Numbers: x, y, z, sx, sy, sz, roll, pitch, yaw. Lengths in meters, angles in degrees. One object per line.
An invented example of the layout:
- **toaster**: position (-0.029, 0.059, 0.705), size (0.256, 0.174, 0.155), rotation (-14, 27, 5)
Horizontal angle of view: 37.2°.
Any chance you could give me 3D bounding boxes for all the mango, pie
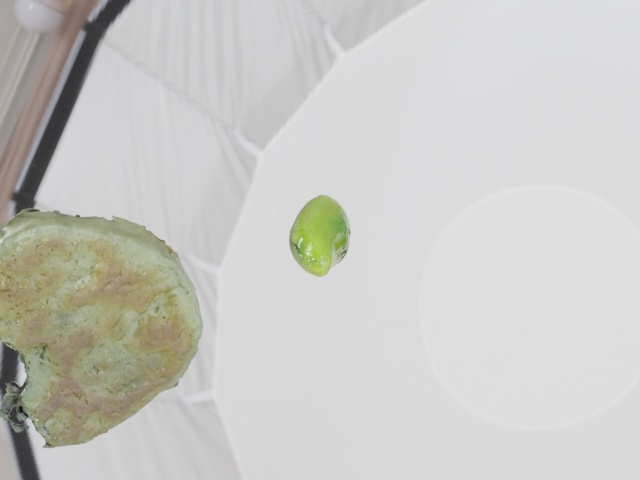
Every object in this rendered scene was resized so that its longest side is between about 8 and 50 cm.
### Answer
- **mango**: position (0.000, 0.000, 1.797), size (0.125, 0.111, 0.233), rotation (47, -157, -22)
- **pie**: position (-0.303, 0.111, 1.240), size (0.296, 0.371, 0.078), rotation (-15, -146, -11)
